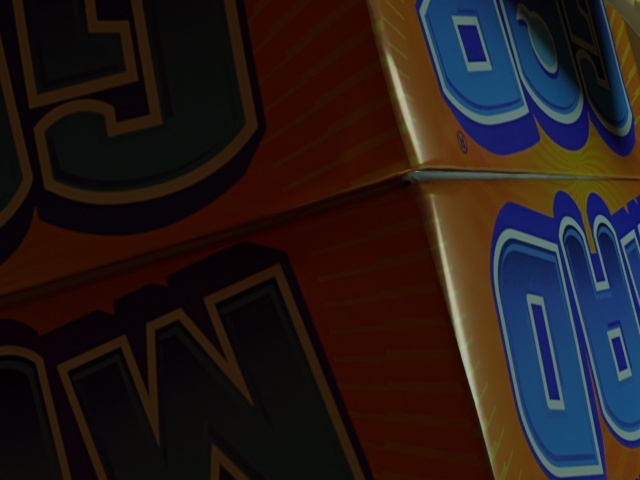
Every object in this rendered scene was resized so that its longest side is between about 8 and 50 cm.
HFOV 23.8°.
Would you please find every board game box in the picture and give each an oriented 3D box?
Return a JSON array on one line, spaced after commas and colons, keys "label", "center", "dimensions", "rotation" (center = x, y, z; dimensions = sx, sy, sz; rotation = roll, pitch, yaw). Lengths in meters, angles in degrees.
[{"label": "board game box", "center": [-0.051, 0.019, 0.684], "dimensions": [0.356, 0.356, 0.356], "rotation": [-16, 175, 25]}]

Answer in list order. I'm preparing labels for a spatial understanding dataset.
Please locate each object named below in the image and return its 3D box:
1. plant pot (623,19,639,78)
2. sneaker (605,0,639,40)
[{"label": "plant pot", "center": [0.161, -0.089, 0.958], "dimensions": [0.291, 0.203, 0.291], "rotation": [-13, 175, -1]}, {"label": "sneaker", "center": [0.138, -0.163, 0.600], "dimensions": [0.126, 0.127, 0.321], "rotation": [-21, 149, 13]}]
